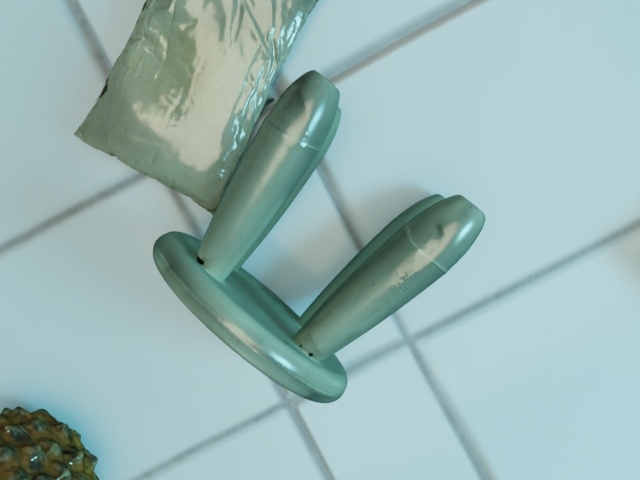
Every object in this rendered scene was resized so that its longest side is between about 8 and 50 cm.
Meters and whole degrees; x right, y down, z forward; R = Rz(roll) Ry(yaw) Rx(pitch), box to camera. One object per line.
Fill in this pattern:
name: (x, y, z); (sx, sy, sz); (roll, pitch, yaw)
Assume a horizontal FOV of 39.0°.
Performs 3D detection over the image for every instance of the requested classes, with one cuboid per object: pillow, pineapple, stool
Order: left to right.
pineapple: (-0.276, 0.233, 0.767); (0.166, 0.193, 0.166); (2, 100, 10)
pillow: (-0.107, -0.156, 0.790); (0.148, 0.050, 0.229); (27, 100, 5)
stool: (0.000, 0.000, 0.731); (0.195, 0.195, 0.198); (43, 92, -1)
